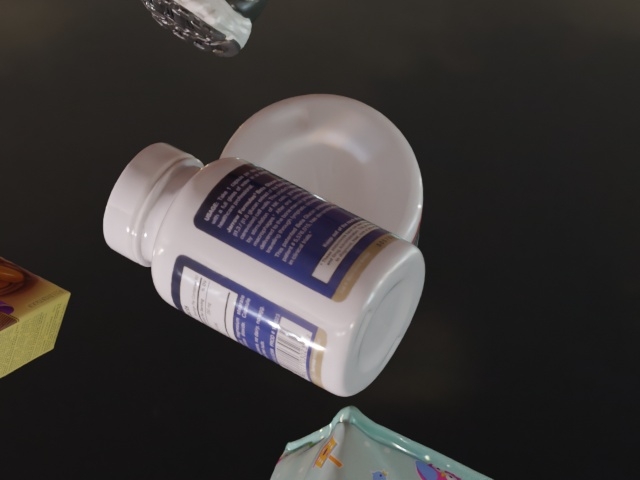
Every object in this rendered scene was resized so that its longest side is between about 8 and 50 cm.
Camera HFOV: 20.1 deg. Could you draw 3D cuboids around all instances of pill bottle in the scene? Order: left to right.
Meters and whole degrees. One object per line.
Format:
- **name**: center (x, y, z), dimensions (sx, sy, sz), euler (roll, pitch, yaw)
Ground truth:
- **pill bottle**: center (-0.035, 0.010, 1.013), dimensions (0.169, 0.094, 0.094), euler (27, -152, 20)
- **pill bottle**: center (0.000, 0.000, 1.484), dimensions (0.161, 0.161, 0.283), euler (-2, 164, 0)

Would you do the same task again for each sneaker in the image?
- **sneaker**: center (-0.156, -0.269, 1.567), dimensions (0.271, 0.108, 0.100), euler (34, 170, 8)

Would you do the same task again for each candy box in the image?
- **candy box**: center (-0.270, 0.058, 1.260), dimensions (0.109, 0.053, 0.186), euler (26, -160, 14)

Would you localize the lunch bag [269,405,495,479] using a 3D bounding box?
- **lunch bag**: center (0.070, 0.287, 1.380), dimensions (0.262, 0.223, 0.160), euler (30, 148, -17)
